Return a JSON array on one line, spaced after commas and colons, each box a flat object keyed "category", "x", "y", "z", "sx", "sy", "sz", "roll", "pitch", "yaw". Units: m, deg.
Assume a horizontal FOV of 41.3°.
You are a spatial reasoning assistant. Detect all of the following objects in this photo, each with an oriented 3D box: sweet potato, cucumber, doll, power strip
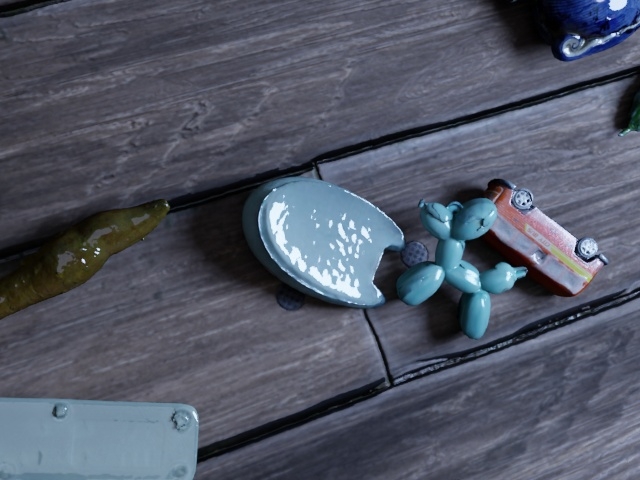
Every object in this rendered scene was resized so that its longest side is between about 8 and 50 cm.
[{"category": "sweet potato", "x": -0.291, "y": 0.026, "z": 0.946, "sx": 0.273, "sy": 0.067, "sz": 0.067, "roll": -30, "pitch": 87, "yaw": -10}, {"category": "cucumber", "x": 0.485, "y": -0.225, "z": 1.163, "sx": 0.056, "sy": 0.056, "sz": 0.250, "roll": 42, "pitch": 74, "yaw": -2}, {"category": "doll", "x": 0.164, "y": 0.022, "z": 1.018, "sx": 0.159, "sy": 0.059, "sz": 0.159, "roll": 34, "pitch": 104, "yaw": -6}, {"category": "power strip", "x": -0.326, "y": 0.213, "z": 0.903, "sx": 0.385, "sy": 0.062, "sz": 0.091, "roll": 4, "pitch": 79, "yaw": -12}]

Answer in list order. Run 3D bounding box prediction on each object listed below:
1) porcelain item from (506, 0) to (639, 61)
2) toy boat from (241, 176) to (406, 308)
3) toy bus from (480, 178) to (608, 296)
[{"category": "porcelain item", "x": 0.295, "y": -0.369, "z": 1.109, "sx": 0.186, "sy": 0.138, "sz": 0.288, "roll": -26, "pitch": 85, "yaw": -5}, {"category": "toy boat", "x": 0.000, "y": 0.000, "z": 1.017, "sx": 0.207, "sy": 0.079, "sz": 0.134, "roll": 24, "pitch": 83, "yaw": -18}, {"category": "toy bus", "x": 0.267, "y": -0.001, "z": 1.065, "sx": 0.174, "sy": 0.079, "sz": 0.077, "roll": 37, "pitch": 84, "yaw": -4}]
